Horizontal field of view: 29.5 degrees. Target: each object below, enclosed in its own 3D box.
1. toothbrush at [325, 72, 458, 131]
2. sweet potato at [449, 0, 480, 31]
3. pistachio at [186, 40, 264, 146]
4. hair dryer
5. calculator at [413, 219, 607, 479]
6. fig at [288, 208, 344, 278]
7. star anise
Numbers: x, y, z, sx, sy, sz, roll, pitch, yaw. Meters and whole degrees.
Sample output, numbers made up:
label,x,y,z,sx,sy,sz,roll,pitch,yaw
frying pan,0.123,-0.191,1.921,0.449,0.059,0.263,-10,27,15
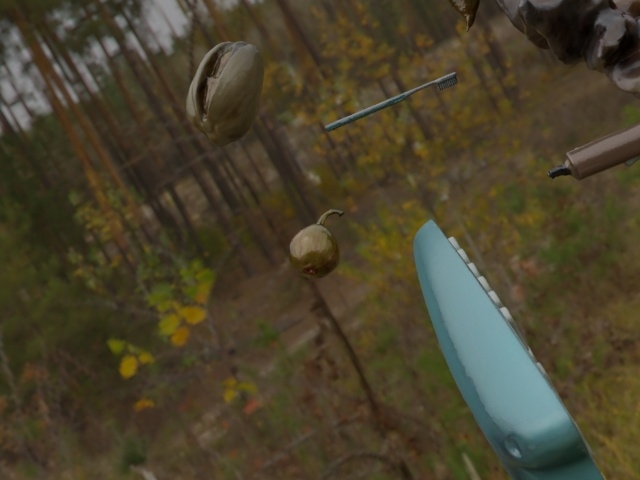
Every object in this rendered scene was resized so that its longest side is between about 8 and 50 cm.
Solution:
label,x,y,z,sx,sy,sz,roll,pitch,yaw
toothbrush,0.083,-0.158,1.409,0.167,0.014,0.011,-23,14,-6
sweet potato,0.134,-0.334,1.373,0.067,0.067,0.273,-27,47,14
pistachio,-0.128,-0.208,1.708,0.149,0.113,0.113,-64,14,-4
hair dryer,0.313,-0.093,1.208,0.182,0.117,0.064,-23,-9,6
calculator,0.147,0.119,0.865,0.054,0.256,0.386,-30,19,7
fig,0.000,0.000,1.161,0.050,0.050,0.083,-21,32,41
star anise,0.326,-0.235,1.338,0.109,0.350,0.292,-62,3,32
